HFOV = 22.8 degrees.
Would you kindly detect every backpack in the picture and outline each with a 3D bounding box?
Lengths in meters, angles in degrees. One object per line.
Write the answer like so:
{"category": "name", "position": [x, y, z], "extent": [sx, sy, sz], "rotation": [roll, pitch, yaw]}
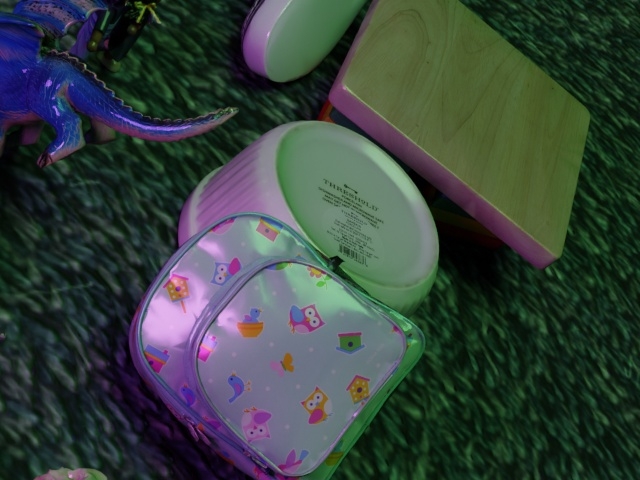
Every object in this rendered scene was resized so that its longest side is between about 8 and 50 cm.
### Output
{"category": "backpack", "position": [-0.040, 0.073, 1.126], "extent": [0.188, 0.166, 0.144], "rotation": [38, -6, 1]}

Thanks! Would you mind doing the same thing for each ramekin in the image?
{"category": "ramekin", "position": [0.000, 0.000, 1.283], "extent": [0.207, 0.109, 0.207], "rotation": [26, 41, -26]}

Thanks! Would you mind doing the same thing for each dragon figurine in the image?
{"category": "dragon figurine", "position": [-0.202, -0.132, 1.133], "extent": [0.085, 0.289, 0.144], "rotation": [-27, 115, -50]}

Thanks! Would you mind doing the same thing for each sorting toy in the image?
{"category": "sorting toy", "position": [0.122, -0.108, 1.517], "extent": [0.255, 0.089, 0.257], "rotation": [38, 37, -12]}

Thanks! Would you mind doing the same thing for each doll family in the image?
{"category": "doll family", "position": [-0.163, -0.209, 1.315], "extent": [0.076, 0.111, 0.193], "rotation": [24, 43, -27]}

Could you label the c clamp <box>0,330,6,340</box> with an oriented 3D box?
{"category": "c clamp", "position": [-0.282, -0.009, 1.094], "extent": [0.137, 0.022, 0.161], "rotation": [16, 48, -27]}

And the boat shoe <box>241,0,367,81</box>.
{"category": "boat shoe", "position": [-0.016, -0.257, 1.521], "extent": [0.102, 0.108, 0.301], "rotation": [20, 47, 18]}

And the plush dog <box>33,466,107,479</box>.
{"category": "plush dog", "position": [-0.258, 0.161, 0.863], "extent": [0.225, 0.210, 0.262], "rotation": [46, 6, 23]}
